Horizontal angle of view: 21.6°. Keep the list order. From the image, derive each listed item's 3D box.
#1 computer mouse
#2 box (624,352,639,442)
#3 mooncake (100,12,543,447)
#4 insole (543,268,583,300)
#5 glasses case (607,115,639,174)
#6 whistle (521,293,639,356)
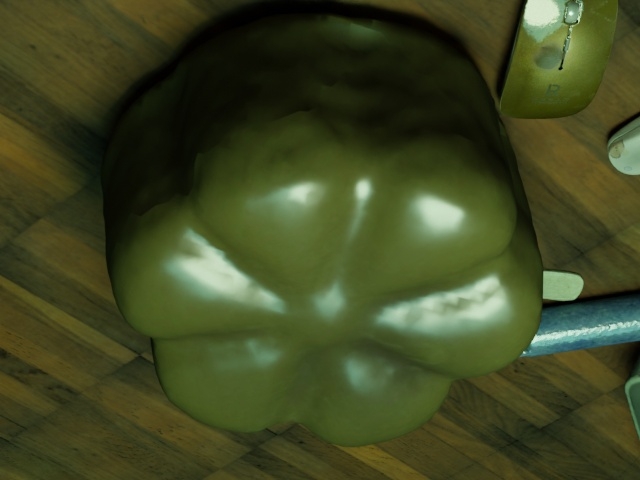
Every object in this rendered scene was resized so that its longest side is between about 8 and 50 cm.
[{"bbox_3d":[0.243,-0.192,1.717,0.102,0.045,0.199,0,139,-9],"label":"computer mouse"},{"bbox_3d":[0.600,0.281,2.101,0.396,0.111,0.396,10,148,29],"label":"box"},{"bbox_3d":[0.000,0.000,1.751,0.467,0.262,0.467,-1,138,-1],"label":"mooncake"},{"bbox_3d":[0.223,0.048,2.008,0.192,0.010,0.063,7,137,-12],"label":"insole"},{"bbox_3d":[0.387,-0.123,1.809,0.164,0.041,0.063,-30,132,25],"label":"glasses case"},{"bbox_3d":[0.349,0.099,2.039,0.304,0.062,0.062,-9,138,5],"label":"whistle"}]
